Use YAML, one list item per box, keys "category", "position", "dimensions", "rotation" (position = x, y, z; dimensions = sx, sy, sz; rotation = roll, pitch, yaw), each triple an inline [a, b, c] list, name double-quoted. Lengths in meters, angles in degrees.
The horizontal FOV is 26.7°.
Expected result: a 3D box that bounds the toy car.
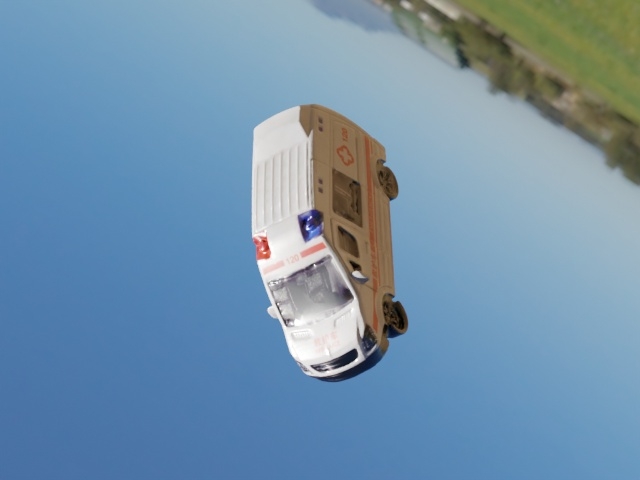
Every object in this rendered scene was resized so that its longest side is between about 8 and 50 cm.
- category: "toy car"
  position: [0.000, 0.000, 1.030]
  dimensions: [0.108, 0.089, 0.210]
  rotation: [37, -139, -44]
